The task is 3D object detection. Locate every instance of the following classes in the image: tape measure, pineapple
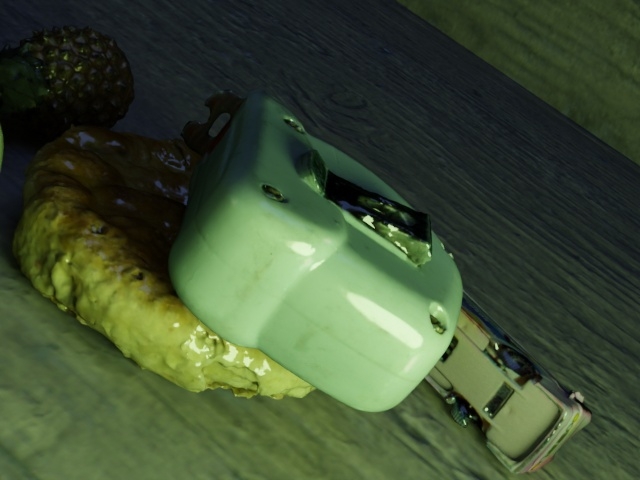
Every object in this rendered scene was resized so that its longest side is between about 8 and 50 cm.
[{"bbox_3d":[-0.001,0.000,0.939,0.246,0.125,0.243,32,22,-13],"label":"tape measure"},{"bbox_3d":[-0.295,-0.148,1.096,0.130,0.119,0.277,57,29,13],"label":"pineapple"}]

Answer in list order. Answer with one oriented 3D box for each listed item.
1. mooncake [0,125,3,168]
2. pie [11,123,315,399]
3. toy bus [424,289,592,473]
[{"bbox_3d":[-0.300,-0.062,0.680,0.135,0.275,0.275,45,24,24],"label":"mooncake"},{"bbox_3d":[-0.109,0.017,1.030,0.339,0.083,0.339,30,21,-12],"label":"pie"},{"bbox_3d":[0.137,0.102,1.166,0.274,0.090,0.112,46,16,32],"label":"toy bus"}]
